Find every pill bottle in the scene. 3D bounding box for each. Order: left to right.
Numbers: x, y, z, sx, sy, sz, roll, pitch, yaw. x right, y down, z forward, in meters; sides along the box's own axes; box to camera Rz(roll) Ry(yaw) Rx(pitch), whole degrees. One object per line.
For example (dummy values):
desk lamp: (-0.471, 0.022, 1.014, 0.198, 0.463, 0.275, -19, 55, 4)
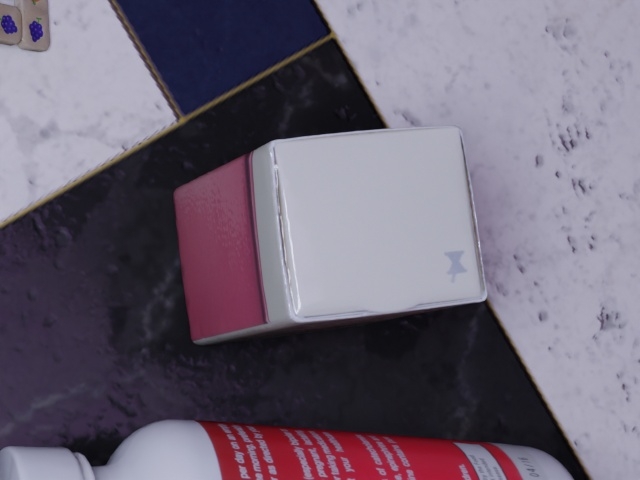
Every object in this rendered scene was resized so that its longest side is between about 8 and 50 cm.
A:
pill bottle: (-0.028, 0.245, 1.402, 0.407, 0.229, 0.229, 7, 80, -20)

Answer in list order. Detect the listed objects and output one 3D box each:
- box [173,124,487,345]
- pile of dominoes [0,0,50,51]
box: (0.000, 0.000, 1.445, 0.148, 0.232, 0.127, -6, 85, -22)
pile of dominoes: (-0.259, -0.273, 1.438, 0.196, 0.040, 0.251, 5, 79, -53)
